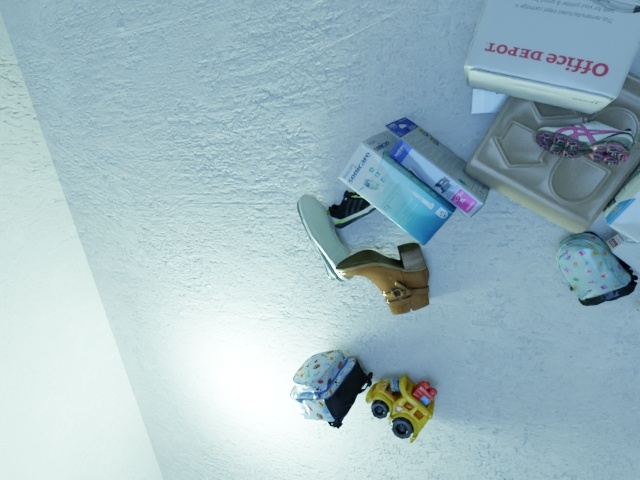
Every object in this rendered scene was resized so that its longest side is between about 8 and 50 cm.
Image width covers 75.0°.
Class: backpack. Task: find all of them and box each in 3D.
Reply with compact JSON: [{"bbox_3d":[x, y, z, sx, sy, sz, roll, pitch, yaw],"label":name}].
[{"bbox_3d":[0.691,0.069,1.066,0.152,0.115,0.182,-33,91,37],"label":"backpack"},{"bbox_3d":[0.012,0.545,1.549,0.263,0.276,0.213,-32,90,40],"label":"backpack"}]

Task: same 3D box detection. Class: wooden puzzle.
[{"bbox_3d":[0.575,-0.239,0.991,0.322,0.080,0.348,32,113,10],"label":"wooden puzzle"}]

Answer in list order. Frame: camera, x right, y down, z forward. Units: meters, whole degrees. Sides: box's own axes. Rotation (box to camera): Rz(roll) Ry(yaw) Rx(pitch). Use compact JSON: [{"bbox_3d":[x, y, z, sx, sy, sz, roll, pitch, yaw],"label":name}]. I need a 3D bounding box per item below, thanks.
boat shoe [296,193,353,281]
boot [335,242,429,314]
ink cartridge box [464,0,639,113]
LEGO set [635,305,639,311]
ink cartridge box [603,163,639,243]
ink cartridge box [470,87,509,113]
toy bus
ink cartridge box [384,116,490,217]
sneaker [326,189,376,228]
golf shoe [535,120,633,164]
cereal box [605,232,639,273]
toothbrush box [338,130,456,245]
[{"bbox_3d":[0.000,0.000,1.393,0.099,0.116,0.320,-21,103,49],"label":"boat shoe"},{"bbox_3d":[0.205,0.135,1.335,0.283,0.109,0.220,-14,113,6],"label":"boot"},{"bbox_3d":[0.492,-0.489,0.831,0.285,0.166,0.395,21,102,18],"label":"ink cartridge box"},{"bbox_3d":[0.914,0.123,0.983,0.182,0.060,0.244,20,144,12],"label":"LEGO set"},{"bbox_3d":[0.717,-0.096,0.933,0.082,0.190,0.140,34,123,11],"label":"ink cartridge box"},{"bbox_3d":[0.442,-0.356,1.057,0.114,0.029,0.063,4,113,18],"label":"ink cartridge box"},{"bbox_3d":[0.301,0.557,1.475,0.220,0.149,0.212,38,110,11],"label":"toy bus"},{"bbox_3d":[0.304,-0.203,1.102,0.311,0.186,0.065,42,126,6],"label":"ink cartridge box"},{"bbox_3d":[0.110,-0.118,1.301,0.234,0.084,0.097,-30,95,34],"label":"sneaker"},{"bbox_3d":[0.579,-0.226,0.923,0.186,0.086,0.067,20,160,25],"label":"golf shoe"},{"bbox_3d":[0.834,-0.014,0.968,0.172,0.047,0.240,32,124,-11],"label":"cereal box"},{"bbox_3d":[0.228,-0.154,1.146,0.295,0.216,0.126,40,123,6],"label":"toothbrush box"}]
